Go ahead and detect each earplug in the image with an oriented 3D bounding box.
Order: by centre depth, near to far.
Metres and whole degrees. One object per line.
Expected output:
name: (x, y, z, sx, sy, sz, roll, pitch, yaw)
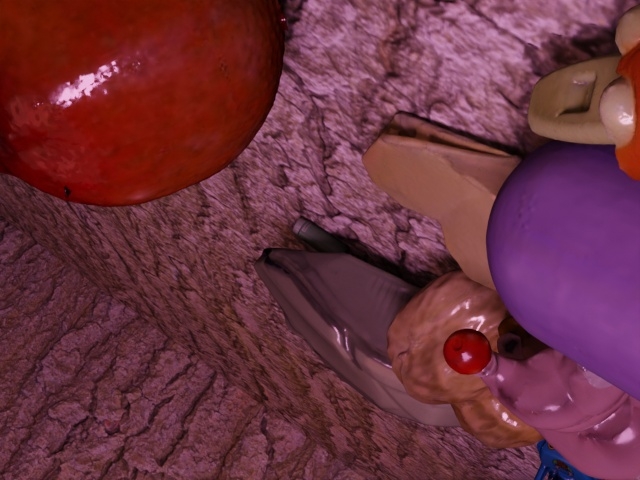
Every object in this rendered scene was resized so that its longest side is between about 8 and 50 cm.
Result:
earplug: (0.311, 0.059, 0.539, 0.456, 0.215, 0.215, 29, 158, 36)

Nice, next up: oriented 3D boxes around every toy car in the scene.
toy car: (0.362, 0.341, 1.206, 0.097, 0.100, 0.191, 21, 153, 40)

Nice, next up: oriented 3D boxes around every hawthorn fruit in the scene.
hawthorn fruit: (-0.187, -0.171, 0.766, 0.295, 0.311, 0.295, 159, 90, -85)

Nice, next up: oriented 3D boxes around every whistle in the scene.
whistle: (0.228, -0.084, 0.470, 0.106, 0.131, 0.288, 17, 175, -35)

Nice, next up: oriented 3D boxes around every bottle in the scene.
bottle: (0.000, 0.000, 1.198, 0.083, 0.030, 0.030, 34, 160, 15)

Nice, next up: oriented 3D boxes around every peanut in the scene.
peanut: (0.194, 0.136, 0.965, 0.233, 0.110, 0.197, 39, 118, -14)

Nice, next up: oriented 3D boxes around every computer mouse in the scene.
computer mouse: (0.085, 0.147, 1.156, 0.429, 0.145, 0.228, 26, 163, 18)

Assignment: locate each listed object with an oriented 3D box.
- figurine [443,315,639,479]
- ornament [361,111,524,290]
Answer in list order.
figurine: (0.252, 0.124, 0.812, 0.287, 0.176, 0.186, 23, -148, -45)
ornament: (0.141, -0.047, 0.809, 0.201, 0.059, 0.180, 42, 157, -4)
